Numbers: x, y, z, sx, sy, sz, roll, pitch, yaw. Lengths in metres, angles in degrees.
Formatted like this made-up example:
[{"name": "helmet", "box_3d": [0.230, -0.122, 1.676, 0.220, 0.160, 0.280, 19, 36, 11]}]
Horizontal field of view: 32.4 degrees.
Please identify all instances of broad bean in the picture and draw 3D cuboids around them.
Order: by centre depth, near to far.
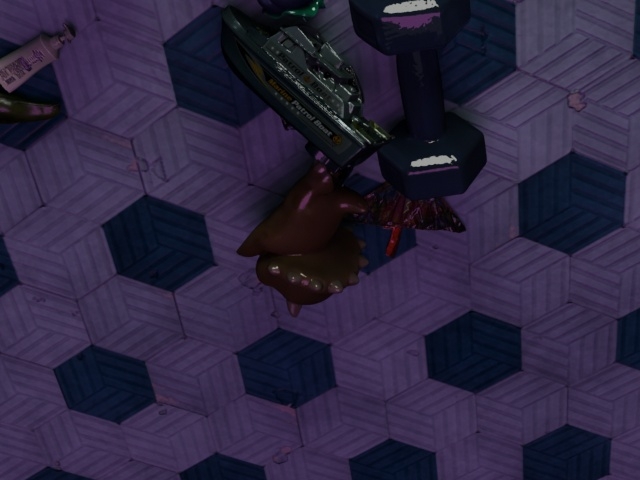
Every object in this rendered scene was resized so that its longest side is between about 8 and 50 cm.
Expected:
[{"name": "broad bean", "box_3d": [-0.530, -0.199, 1.609, 0.297, 0.043, 0.060, 3, 155, -2]}]

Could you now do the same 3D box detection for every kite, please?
[{"name": "kite", "box_3d": [0.123, -0.045, 1.751, 0.232, 0.009, 0.189, 7, 129, -4]}]

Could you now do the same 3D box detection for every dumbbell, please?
[{"name": "dumbbell", "box_3d": [0.140, -0.216, 1.532, 0.160, 0.144, 0.325, -6, 129, 8]}]

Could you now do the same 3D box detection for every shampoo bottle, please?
[{"name": "shampoo bottle", "box_3d": [-0.405, -0.262, 1.567, 0.141, 0.034, 0.049, -27, 116, 19]}]

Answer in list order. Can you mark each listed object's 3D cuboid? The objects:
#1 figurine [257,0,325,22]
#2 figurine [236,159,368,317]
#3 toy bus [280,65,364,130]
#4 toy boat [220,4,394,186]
[{"name": "figurine", "box_3d": [-0.065, -0.366, 1.432, 0.102, 0.111, 0.195, -46, 115, -5]}, {"name": "figurine", "box_3d": [-0.001, 0.001, 1.675, 0.173, 0.177, 0.247, 43, 112, 0]}, {"name": "toy bus", "box_3d": [0.004, -0.203, 1.586, 0.123, 0.075, 0.060, -19, 87, 15]}, {"name": "toy boat", "box_3d": [-0.029, -0.219, 1.495, 0.296, 0.114, 0.122, 45, 109, 9]}]
